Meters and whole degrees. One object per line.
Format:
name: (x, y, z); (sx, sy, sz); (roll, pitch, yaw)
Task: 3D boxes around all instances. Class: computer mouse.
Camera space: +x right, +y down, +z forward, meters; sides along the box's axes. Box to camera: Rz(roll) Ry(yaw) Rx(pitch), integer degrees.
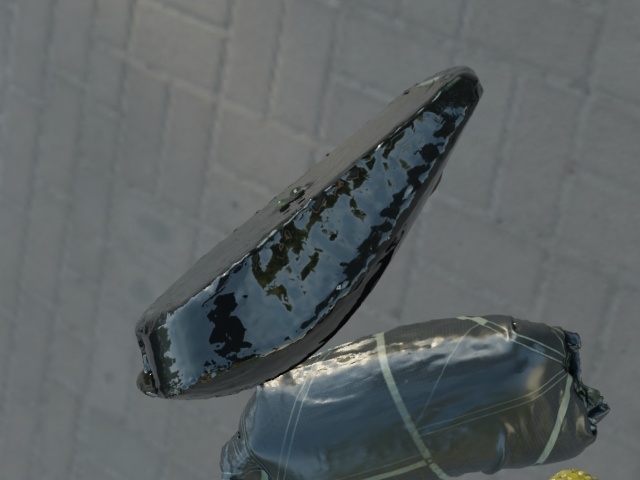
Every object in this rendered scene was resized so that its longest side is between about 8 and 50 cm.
computer mouse: (0.003, 0.005, 1.000); (0.087, 0.295, 0.168); (49, 173, -8)

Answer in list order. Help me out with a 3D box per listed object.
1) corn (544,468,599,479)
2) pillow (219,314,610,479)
corn: (0.177, 0.195, 0.875); (0.063, 0.085, 0.165); (-47, 42, 6)
pillow: (0.068, 0.152, 1.312); (0.335, 0.093, 0.162); (-16, 119, 17)
